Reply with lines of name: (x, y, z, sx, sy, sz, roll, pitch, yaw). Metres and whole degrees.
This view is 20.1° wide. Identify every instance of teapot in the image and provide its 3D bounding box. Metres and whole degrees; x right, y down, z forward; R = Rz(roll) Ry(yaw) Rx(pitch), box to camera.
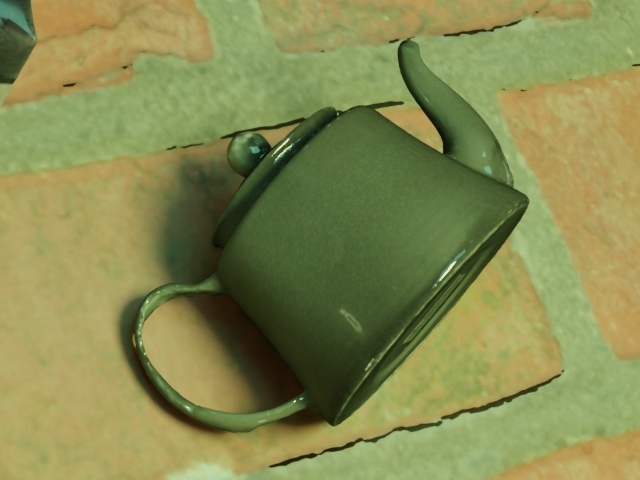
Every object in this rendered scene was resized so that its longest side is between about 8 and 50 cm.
teapot: (0.000, 0.000, 0.979, 0.149, 0.162, 0.239, 42, 82, 8)

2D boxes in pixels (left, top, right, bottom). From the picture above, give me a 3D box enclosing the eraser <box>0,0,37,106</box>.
eraser: (-0.347, -0.119, 0.878, 0.404, 0.096, 0.098, -1, 65, -28)
